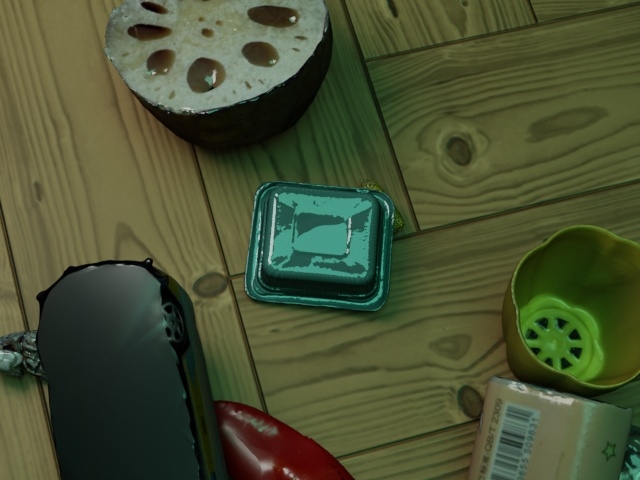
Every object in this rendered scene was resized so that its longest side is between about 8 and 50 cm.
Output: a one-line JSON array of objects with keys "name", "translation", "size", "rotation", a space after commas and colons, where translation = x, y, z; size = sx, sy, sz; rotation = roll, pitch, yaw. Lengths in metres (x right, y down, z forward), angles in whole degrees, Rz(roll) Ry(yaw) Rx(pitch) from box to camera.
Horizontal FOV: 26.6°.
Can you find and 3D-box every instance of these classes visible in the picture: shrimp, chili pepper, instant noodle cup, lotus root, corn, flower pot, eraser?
[{"name": "shrimp", "translation": [-0.305, 0.136, 1.586], "size": [0.165, 0.056, 0.065], "rotation": [7, 36, -2]}, {"name": "chili pepper", "translation": [-0.011, 0.296, 1.540], "size": [0.387, 0.110, 0.110], "rotation": [40, 70, 15]}, {"name": "instant noodle cup", "translation": [0.000, 0.000, 1.652], "size": [0.179, 0.070, 0.157], "rotation": [5, 75, 1]}, {"name": "lotus root", "translation": [-0.119, -0.222, 1.674], "size": [0.272, 0.192, 0.272], "rotation": [-1, 67, 3]}, {"name": "corn", "translation": [0.076, -0.047, 1.712], "size": [0.027, 0.028, 0.083], "rotation": [-35, 77, -9]}, {"name": "flower pot", "translation": [0.301, 0.101, 1.604], "size": [0.195, 0.179, 0.195], "rotation": [2, 70, -4]}, {"name": "eraser", "translation": [0.230, 0.308, 1.503], "size": [0.171, 0.087, 0.290], "rotation": [12, 88, 30]}]

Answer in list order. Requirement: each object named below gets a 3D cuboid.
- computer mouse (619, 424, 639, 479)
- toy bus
[{"name": "computer mouse", "translation": [0.408, 0.382, 1.538], "size": [0.199, 0.115, 0.389], "rotation": [-33, 73, 9]}, {"name": "toy bus", "translation": [-0.196, 0.216, 1.483], "size": [0.171, 0.162, 0.386], "rotation": [-14, 79, 6]}]
